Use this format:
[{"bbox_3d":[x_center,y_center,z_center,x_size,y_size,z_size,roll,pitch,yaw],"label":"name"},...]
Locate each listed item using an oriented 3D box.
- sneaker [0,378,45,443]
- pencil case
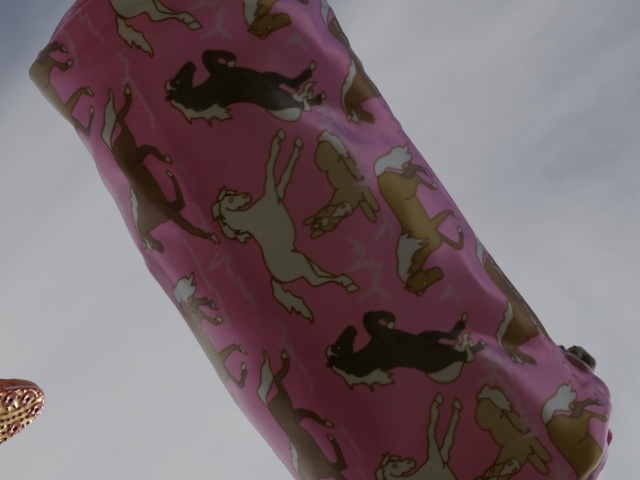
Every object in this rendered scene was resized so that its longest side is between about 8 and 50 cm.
[{"bbox_3d":[-0.296,0.129,1.046,0.067,0.175,0.064,43,-54,40],"label":"sneaker"},{"bbox_3d":[0.000,0.000,0.766,0.160,0.167,0.386,-37,-92,40],"label":"pencil case"}]
